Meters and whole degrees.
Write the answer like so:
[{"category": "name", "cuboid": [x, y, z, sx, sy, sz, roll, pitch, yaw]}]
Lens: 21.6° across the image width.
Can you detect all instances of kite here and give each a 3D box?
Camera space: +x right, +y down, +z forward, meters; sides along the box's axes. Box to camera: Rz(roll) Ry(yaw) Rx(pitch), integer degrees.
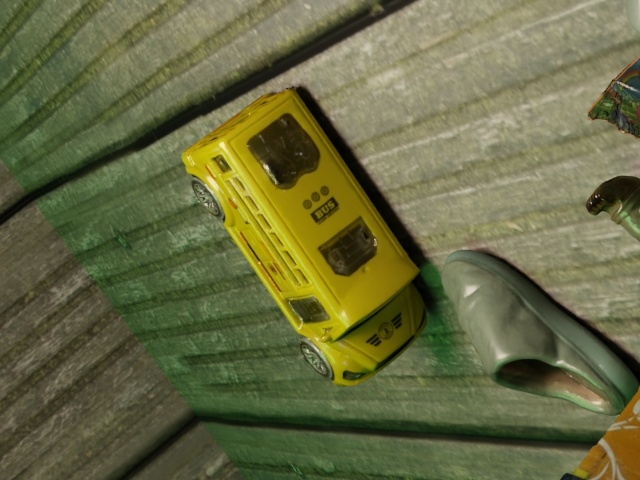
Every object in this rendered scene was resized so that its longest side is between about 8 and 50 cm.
[{"category": "kite", "cuboid": [0.269, -0.085, 1.292, 0.190, 0.010, 0.159, 33, 156, 45]}]

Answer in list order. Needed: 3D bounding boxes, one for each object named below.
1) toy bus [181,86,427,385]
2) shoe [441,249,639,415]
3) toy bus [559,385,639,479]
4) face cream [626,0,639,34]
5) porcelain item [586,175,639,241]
[{"category": "toy bus", "cuboid": [0.000, 0.000, 1.848, 0.330, 0.144, 0.152, 55, 159, -9]}, {"category": "shoe", "cuboid": [0.200, 0.106, 1.662, 0.251, 0.100, 0.103, 34, 156, 33]}, {"category": "toy bus", "cuboid": [0.358, 0.256, 1.364, 0.323, 0.194, 0.162, 47, 165, -30]}, {"category": "face cream", "cuboid": [0.220, -0.258, 0.981, 0.143, 0.089, 0.314, 36, 148, 39]}, {"category": "porcelain item", "cuboid": [0.304, 0.029, 1.351, 0.213, 0.054, 0.084, 47, 158, 8]}]
